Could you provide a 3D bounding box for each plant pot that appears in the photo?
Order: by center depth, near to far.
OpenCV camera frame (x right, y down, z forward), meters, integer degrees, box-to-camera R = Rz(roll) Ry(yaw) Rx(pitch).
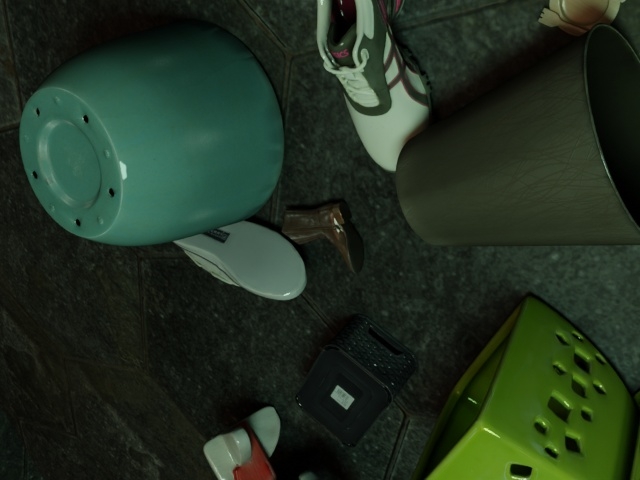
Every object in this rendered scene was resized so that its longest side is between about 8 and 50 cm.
[{"bbox_3d":[0.253,0.244,0.787,0.207,0.228,0.227,32,133,9],"label":"plant pot"},{"bbox_3d":[-0.233,-0.126,0.875,0.293,0.235,0.293,14,116,30],"label":"plant pot"}]

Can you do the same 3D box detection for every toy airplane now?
[{"bbox_3d":[-0.060,0.487,1.206,0.386,0.272,0.384,-128,40,-56],"label":"toy airplane"}]

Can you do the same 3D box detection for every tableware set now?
[{"bbox_3d":[0.234,-0.269,0.593,0.141,0.020,0.169,43,135,6],"label":"tableware set"}]

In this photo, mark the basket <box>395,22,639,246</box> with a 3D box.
[{"bbox_3d":[0.200,-0.072,0.667,0.227,0.154,0.204,-14,107,47],"label":"basket"}]

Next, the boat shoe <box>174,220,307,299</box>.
[{"bbox_3d":[-0.127,0.026,1.033,0.267,0.096,0.088,20,158,26],"label":"boat shoe"}]

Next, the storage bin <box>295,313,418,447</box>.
[{"bbox_3d":[0.051,0.214,1.021,0.122,0.084,0.180,38,136,12],"label":"storage bin"}]

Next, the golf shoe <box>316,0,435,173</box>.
[{"bbox_3d":[0.045,-0.187,0.730,0.105,0.120,0.273,3,121,35],"label":"golf shoe"}]

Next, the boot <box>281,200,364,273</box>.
[{"bbox_3d":[0.000,0.000,0.948,0.114,0.037,0.106,-9,99,38],"label":"boot"}]
